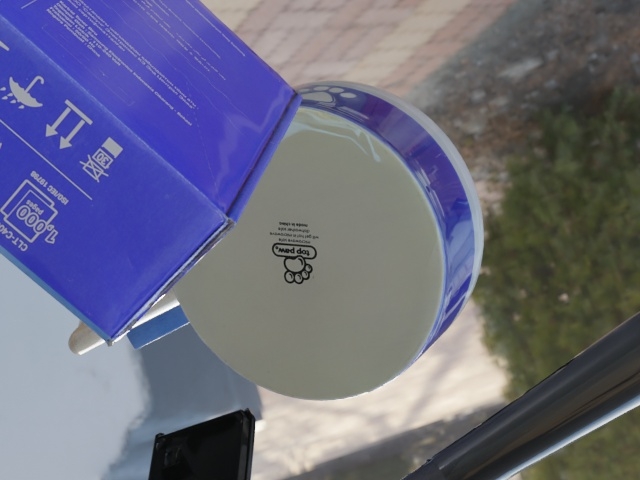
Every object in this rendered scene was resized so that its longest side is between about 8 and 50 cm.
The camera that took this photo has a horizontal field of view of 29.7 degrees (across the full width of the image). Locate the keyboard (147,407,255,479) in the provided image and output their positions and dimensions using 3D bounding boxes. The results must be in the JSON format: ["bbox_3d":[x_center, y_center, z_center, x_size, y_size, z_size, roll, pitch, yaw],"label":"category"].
[{"bbox_3d":[-0.135,0.304,0.994,0.201,0.317,0.033,-22,138,35],"label":"keyboard"}]

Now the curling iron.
[{"bbox_3d":[0.139,0.009,0.423,0.274,0.068,0.035,-39,-175,3],"label":"curling iron"}]

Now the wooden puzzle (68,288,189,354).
[{"bbox_3d":[-0.136,0.021,1.476,0.322,0.081,0.348,-26,-164,5],"label":"wooden puzzle"}]

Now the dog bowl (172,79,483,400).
[{"bbox_3d":[0.000,0.000,1.042,0.264,0.265,0.104,-27,-177,29],"label":"dog bowl"}]

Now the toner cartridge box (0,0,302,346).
[{"bbox_3d":[-0.168,-0.127,0.471,0.075,0.348,0.165,-45,-170,21],"label":"toner cartridge box"}]
